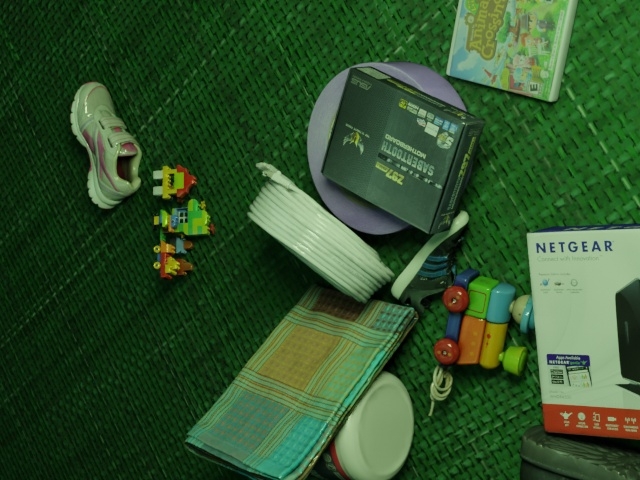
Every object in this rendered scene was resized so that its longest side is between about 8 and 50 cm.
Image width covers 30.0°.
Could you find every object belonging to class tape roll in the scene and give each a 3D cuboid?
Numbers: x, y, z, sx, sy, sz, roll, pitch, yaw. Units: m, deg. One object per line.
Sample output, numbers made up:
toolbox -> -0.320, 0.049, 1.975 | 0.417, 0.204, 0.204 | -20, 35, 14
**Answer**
tape roll -> 0.109, -0.150, 1.930 | 0.274, 0.090, 0.275 | 9, 104, 39

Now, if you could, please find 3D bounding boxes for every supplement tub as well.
supplement tub -> 0.004, 0.308, 2.032 | 0.272, 0.191, 0.191 | -1, 97, 41

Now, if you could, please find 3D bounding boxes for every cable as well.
cable -> 0.000, 0.000, 1.942 | 0.257, 0.257, 0.089 | 40, 91, 25

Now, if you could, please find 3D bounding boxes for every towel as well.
towel -> -0.035, 0.228, 1.957 | 0.271, 0.370, 0.040 | 11, 145, 46

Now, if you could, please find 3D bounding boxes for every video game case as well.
video game case -> 0.288, -0.332, 1.790 | 0.193, 0.023, 0.212 | 21, 111, 36

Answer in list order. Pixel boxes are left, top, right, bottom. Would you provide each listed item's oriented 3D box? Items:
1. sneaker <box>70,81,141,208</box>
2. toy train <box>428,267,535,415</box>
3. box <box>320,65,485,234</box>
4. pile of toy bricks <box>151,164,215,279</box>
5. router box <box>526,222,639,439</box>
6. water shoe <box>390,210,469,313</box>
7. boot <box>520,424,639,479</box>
sneaker -> -0.409, -0.194, 2.362 | 0.111, 0.103, 0.252 | -9, 98, 37
toy train -> 0.257, 0.180, 1.866 | 0.143, 0.105, 0.248 | 15, 108, 24
box -> 0.121, -0.140, 1.825 | 0.232, 0.059, 0.183 | 32, 118, 32
pile of toy bricks -> -0.251, -0.030, 2.263 | 0.105, 0.118, 0.212 | -4, 78, 13
router box -> 0.465, 0.126, 1.682 | 0.335, 0.082, 0.301 | -3, 96, 41
water shoe -> 0.194, 0.035, 1.917 | 0.080, 0.073, 0.203 | 40, 128, 4
boot -> 0.430, 0.532, 1.739 | 0.367, 0.146, 0.445 | 16, 105, 46
